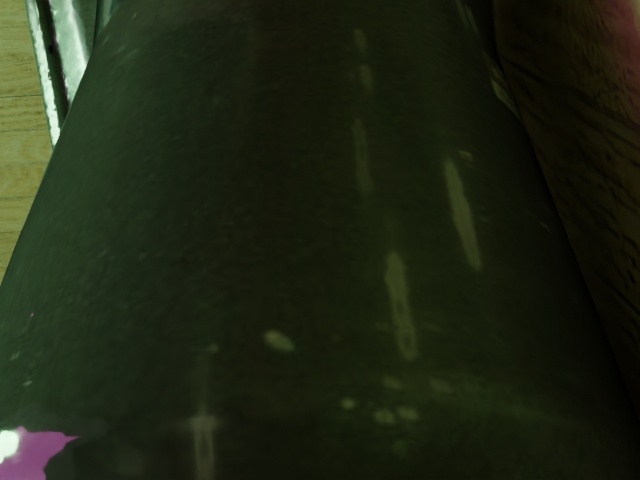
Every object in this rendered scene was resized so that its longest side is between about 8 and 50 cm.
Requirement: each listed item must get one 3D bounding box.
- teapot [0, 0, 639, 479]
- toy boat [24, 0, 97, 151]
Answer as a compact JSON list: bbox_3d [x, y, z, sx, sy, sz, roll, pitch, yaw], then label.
[{"bbox_3d":[0.000,0.000,0.597,0.300,0.253,0.344,54,-147,-58],"label":"teapot"},{"bbox_3d":[-0.087,-0.106,0.765,0.092,0.141,0.319,-20,78,43],"label":"toy boat"}]
